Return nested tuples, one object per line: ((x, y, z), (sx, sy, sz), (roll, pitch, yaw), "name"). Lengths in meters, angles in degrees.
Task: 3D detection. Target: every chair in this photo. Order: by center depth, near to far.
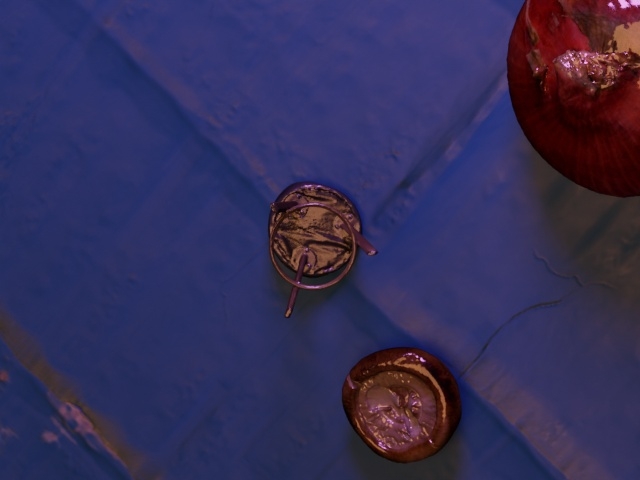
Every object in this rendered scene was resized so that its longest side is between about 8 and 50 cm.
((-0.001, 0.000, 1.834), (0.095, 0.221, 0.104), (-4, 98, -2), "chair")

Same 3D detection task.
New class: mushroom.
((0.080, 0.158, 1.903), (0.123, 0.052, 0.123), (8, 109, 25), "mushroom")

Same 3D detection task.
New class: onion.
((0.276, -0.149, 1.716), (0.248, 0.161, 0.248), (7, 124, 11), "onion")
